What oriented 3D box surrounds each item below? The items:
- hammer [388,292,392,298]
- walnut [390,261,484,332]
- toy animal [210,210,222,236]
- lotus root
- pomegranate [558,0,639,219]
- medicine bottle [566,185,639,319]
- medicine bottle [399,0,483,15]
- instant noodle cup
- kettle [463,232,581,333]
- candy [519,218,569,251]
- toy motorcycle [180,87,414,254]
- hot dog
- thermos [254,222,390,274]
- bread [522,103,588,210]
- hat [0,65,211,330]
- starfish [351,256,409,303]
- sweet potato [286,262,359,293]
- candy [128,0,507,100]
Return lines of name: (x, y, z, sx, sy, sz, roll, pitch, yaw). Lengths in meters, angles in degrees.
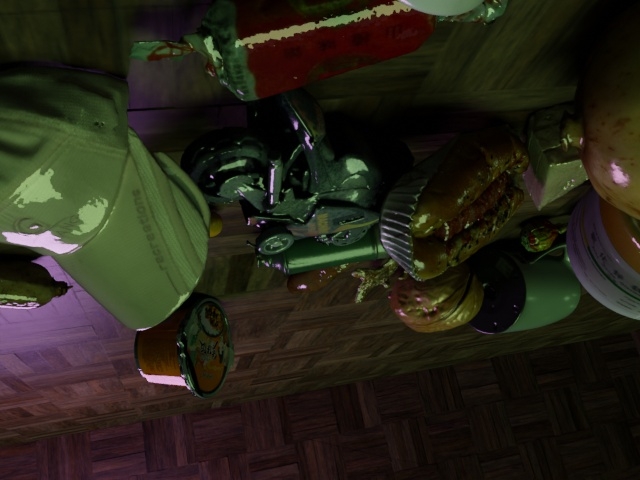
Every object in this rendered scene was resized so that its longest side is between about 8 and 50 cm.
hammer: (0.181, 0.114, 1.336, 0.083, 0.031, 0.052, -21, 156, 39)
walnut: (0.223, 0.102, 1.164, 0.144, 0.144, 0.180, 7, 148, -42)
toy animal: (-0.193, -0.007, 0.739, 0.127, 0.131, 0.182, 25, 143, -7)
lotus root: (-0.393, 0.057, 0.794, 0.152, 0.063, 0.072, 9, 170, -44)
pomegranate: (0.326, -0.121, 0.565, 0.215, 0.215, 0.215, -11, 160, -4)
medicine bottle: (0.482, -0.023, 0.836, 0.237, 0.238, 0.232, -13, 160, 1)
medicine bottle: (0.100, -0.226, 0.283, 0.095, 0.095, 0.260, -5, 159, -20)
instant noodle cup: (-0.255, 0.194, 1.118, 0.125, 0.178, 0.208, -4, 142, 17)
kettle: (0.419, 0.077, 1.221, 0.236, 0.161, 0.221, 3, 124, -38)
candy: (0.447, -0.033, 1.084, 0.201, 0.060, 0.060, -20, 160, -1)
toy motorcycle: (0.000, -0.066, 0.650, 0.173, 0.108, 0.307, -32, 153, 23)
hot dog: (0.160, -0.050, 0.684, 0.268, 0.075, 0.144, -30, 131, -41)
thermos: (0.001, 0.005, 0.870, 0.187, 0.073, 0.083, -10, 161, -4)
bread: (0.308, -0.105, 0.753, 0.105, 0.077, 0.152, -15, 161, 9)
hat: (-0.228, -0.013, 0.527, 0.219, 0.226, 0.164, -28, 176, 31)
starfish: (0.102, 0.048, 1.058, 0.150, 0.053, 0.209, -53, 159, 20)
sweet potato: (-0.005, 0.050, 1.016, 0.078, 0.058, 0.255, -24, 174, -36)
candy: (0.004, -0.160, 0.455, 0.292, 0.059, 0.086, -14, 159, 2)
